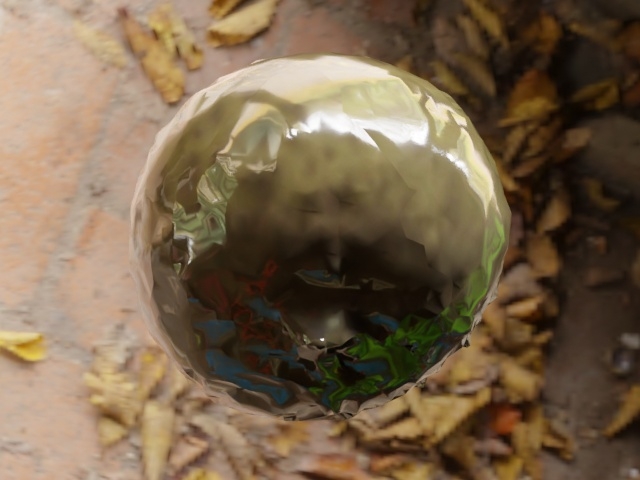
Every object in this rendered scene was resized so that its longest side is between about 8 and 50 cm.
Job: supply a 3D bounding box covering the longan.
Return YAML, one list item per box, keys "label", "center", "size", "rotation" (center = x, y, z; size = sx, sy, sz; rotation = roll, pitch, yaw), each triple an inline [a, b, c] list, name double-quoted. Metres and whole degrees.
- label: "longan"
  center: [0.000, 0.000, 1.761]
  size: [0.391, 0.391, 0.391]
  rotation: [1, 87, -30]
